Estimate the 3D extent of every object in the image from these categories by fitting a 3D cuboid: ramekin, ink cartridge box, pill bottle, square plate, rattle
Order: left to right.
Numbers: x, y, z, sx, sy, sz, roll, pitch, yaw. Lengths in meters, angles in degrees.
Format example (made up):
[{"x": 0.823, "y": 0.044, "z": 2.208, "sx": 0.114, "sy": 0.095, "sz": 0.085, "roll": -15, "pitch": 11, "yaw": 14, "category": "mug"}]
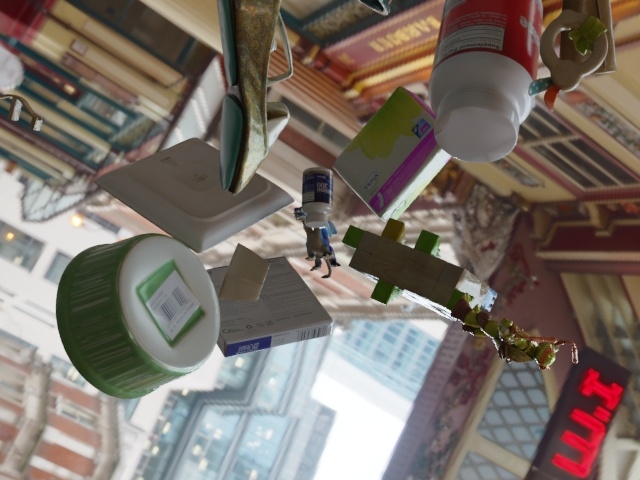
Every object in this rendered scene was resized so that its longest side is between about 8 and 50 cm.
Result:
[{"x": -0.327, "y": 0.132, "z": 1.651, "sx": 0.148, "sy": 0.303, "sz": 0.303, "roll": -20, "pitch": -140, "yaw": 32, "category": "ramekin"}, {"x": -0.290, "y": -0.129, "z": 2.081, "sx": 0.347, "sy": 0.344, "sz": 0.049, "roll": -32, "pitch": 146, "yaw": -46, "category": "square plate"}, {"x": -0.179, "y": 0.181, "z": 2.500, "sx": 0.330, "sy": 0.324, "sz": 0.071, "roll": 50, "pitch": -39, "yaw": 48, "category": "ink cartridge box"}, {"x": -0.007, "y": -0.091, "z": 1.883, "sx": 0.067, "sy": 0.067, "sz": 0.120, "roll": -22, "pitch": -117, "yaw": 56, "category": "pill bottle"}, {"x": 0.359, "y": -0.379, "z": 1.930, "sx": 0.229, "sy": 0.229, "sz": 0.408, "roll": -32, "pitch": -144, "yaw": 47, "category": "pill bottle"}, {"x": 0.465, "y": -0.334, "z": 1.710, "sx": 0.143, "sy": 0.130, "sz": 0.200, "roll": -162, "pitch": -88, "yaw": -82, "category": "rattle"}]

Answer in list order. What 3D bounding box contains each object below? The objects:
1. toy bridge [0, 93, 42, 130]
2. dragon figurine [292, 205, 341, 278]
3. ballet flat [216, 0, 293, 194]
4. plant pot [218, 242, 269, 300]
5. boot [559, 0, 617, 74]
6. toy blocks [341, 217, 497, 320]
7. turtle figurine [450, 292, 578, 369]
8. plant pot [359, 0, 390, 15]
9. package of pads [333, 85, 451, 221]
[{"x": -0.781, "y": -0.339, "z": 2.261, "sx": 0.026, "sy": 0.188, "sz": 0.063, "roll": -8, "pitch": 118, "yaw": -64, "category": "toy bridge"}, {"x": 0.000, "y": 0.000, "z": 2.333, "sx": 0.085, "sy": 0.289, "sz": 0.144, "roll": -11, "pitch": -114, "yaw": 12, "category": "dragon figurine"}, {"x": -0.100, "y": -0.234, "z": 1.380, "sx": 0.123, "sy": 0.123, "sz": 0.349, "roll": -109, "pitch": -161, "yaw": -62, "category": "ballet flat"}, {"x": -0.187, "y": 0.090, "z": 2.213, "sx": 0.109, "sy": 0.096, "sz": 0.109, "roll": 114, "pitch": -5, "yaw": -50, "category": "plant pot"}, {"x": 0.610, "y": -0.495, "z": 1.890, "sx": 0.089, "sy": 0.236, "sz": 0.270, "roll": -141, "pitch": -136, "yaw": -79, "category": "boot"}, {"x": 0.257, "y": 0.101, "z": 2.089, "sx": 0.381, "sy": 0.261, "sz": 0.191, "roll": 22, "pitch": -96, "yaw": 39, "category": "toy blocks"}, {"x": 0.358, "y": 0.185, "z": 1.643, "sx": 0.217, "sy": 0.269, "sz": 0.087, "roll": 27, "pitch": -86, "yaw": 39, "category": "turtle figurine"}, {"x": 0.100, "y": -0.660, "z": 1.649, "sx": 0.334, "sy": 0.341, "sz": 0.341, "roll": -50, "pitch": -157, "yaw": 7, "category": "plant pot"}, {"x": 0.196, "y": -0.228, "z": 2.316, "sx": 0.296, "sy": 0.101, "sz": 0.229, "roll": -49, "pitch": -119, "yaw": 17, "category": "package of pads"}]
